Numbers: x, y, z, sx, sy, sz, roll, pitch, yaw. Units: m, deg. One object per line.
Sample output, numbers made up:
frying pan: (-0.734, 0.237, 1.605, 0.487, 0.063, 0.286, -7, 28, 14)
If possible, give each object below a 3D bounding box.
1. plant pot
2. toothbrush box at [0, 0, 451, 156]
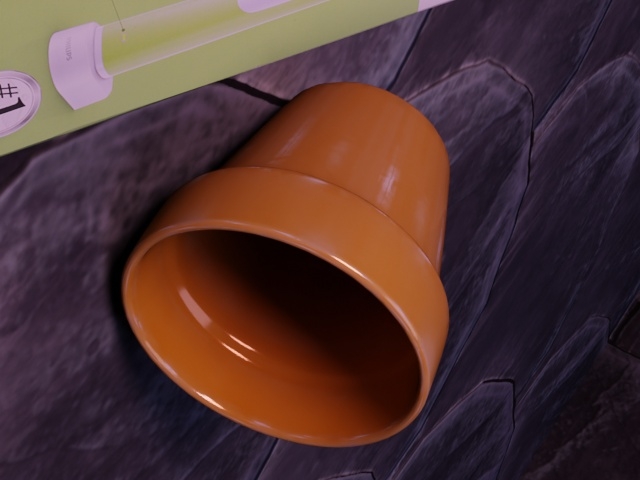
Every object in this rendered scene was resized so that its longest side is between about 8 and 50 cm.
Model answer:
plant pot: (0.000, 0.000, 0.920, 0.205, 0.205, 0.188, 92, 18, -48)
toothbrush box: (-0.054, -0.173, 0.530, 0.283, 0.122, 0.206, -21, 142, -18)
